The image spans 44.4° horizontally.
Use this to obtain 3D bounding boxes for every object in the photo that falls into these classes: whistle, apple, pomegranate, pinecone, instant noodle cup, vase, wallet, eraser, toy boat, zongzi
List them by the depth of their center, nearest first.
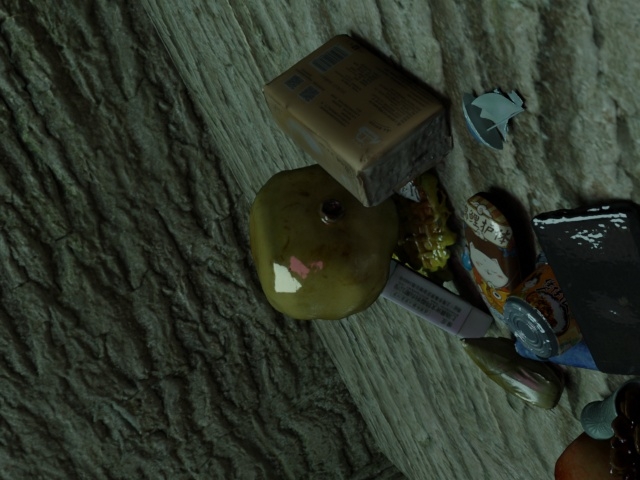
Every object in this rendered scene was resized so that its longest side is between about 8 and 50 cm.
[{"bbox_3d":[0.547,0.313,1.201,0.208,0.208,0.208,50,165,19],"label":"pinecone"},{"bbox_3d":[0.455,0.082,1.206,0.170,0.044,0.321,-4,122,49],"label":"wallet"},{"bbox_3d":[0.266,-0.204,1.248,0.105,0.034,0.149,48,165,18],"label":"toy boat"},{"bbox_3d":[0.400,0.122,1.366,0.177,0.125,0.208,50,165,21],"label":"instant noodle cup"},{"bbox_3d":[0.542,0.315,1.425,0.096,0.096,0.219,51,168,15],"label":"vase"},{"bbox_3d":[0.466,0.206,1.478,0.062,0.062,0.304,57,166,-6],"label":"whistle"},{"bbox_3d":[0.553,0.472,1.546,0.168,0.181,0.181,45,163,28],"label":"apple"},{"bbox_3d":[0.000,0.000,1.603,0.332,0.332,0.332,50,165,19],"label":"pomegranate"},{"bbox_3d":[0.398,0.268,1.640,0.197,0.099,0.194,23,-171,-43],"label":"zongzi"},{"bbox_3d":[0.239,0.133,1.769,0.287,0.086,0.130,29,178,-23],"label":"eraser"}]

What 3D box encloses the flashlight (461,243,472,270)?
[{"bbox_3d":[0.314,0.033,1.603,0.051,0.051,0.129,50,169,19],"label":"flashlight"}]

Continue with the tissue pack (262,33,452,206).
[{"bbox_3d":[0.075,-0.207,1.499,0.305,0.238,0.238,44,162,34],"label":"tissue pack"}]

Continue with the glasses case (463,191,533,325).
[{"bbox_3d":[0.337,0.043,1.475,0.122,0.082,0.321,49,166,47],"label":"glasses case"}]

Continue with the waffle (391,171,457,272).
[{"bbox_3d":[0.186,-0.061,1.672,0.262,0.060,0.280,41,147,17],"label":"waffle"}]

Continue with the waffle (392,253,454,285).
[{"bbox_3d":[0.207,0.003,1.853,0.261,0.056,0.250,14,137,60],"label":"waffle"}]
